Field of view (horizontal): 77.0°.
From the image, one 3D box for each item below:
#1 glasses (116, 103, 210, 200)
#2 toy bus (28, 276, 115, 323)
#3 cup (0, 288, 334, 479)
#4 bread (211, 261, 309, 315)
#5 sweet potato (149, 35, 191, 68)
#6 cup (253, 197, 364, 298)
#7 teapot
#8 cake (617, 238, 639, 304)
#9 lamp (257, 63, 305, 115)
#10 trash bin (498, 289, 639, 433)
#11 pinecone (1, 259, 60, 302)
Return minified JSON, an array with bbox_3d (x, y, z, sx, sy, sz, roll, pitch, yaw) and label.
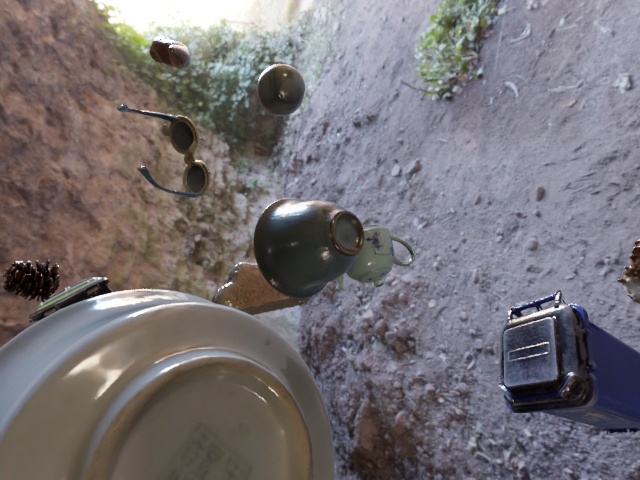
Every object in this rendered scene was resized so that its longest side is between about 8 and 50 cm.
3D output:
[{"bbox_3d":[-0.303,-0.187,0.823,0.220,0.088,0.190,9,-115,-88],"label":"glasses"},{"bbox_3d":[-0.441,0.230,0.828,0.179,0.143,0.305,7,124,54],"label":"toy bus"},{"bbox_3d":[-0.118,0.191,0.336,0.163,0.347,0.347,-29,55,46],"label":"cup"},{"bbox_3d":[-0.194,0.152,1.321,0.183,0.337,0.102,64,144,28],"label":"bread"},{"bbox_3d":[-0.354,-0.446,0.954,0.281,0.059,0.067,37,163,47],"label":"sweet potato"},{"bbox_3d":[0.000,0.000,0.732,0.150,0.199,0.199,-17,66,48],"label":"cup"},{"bbox_3d":[0.129,0.051,1.032,0.159,0.232,0.159,163,90,-78],"label":"teapot"},{"bbox_3d":[0.445,0.028,0.457,0.134,0.135,0.147,49,123,51],"label":"cake"},{"bbox_3d":[-0.083,-0.321,0.861,0.105,0.105,0.105,-173,90,-71],"label":"lamp"},{"bbox_3d":[0.430,0.212,0.665,0.162,0.234,0.184,-46,24,55],"label":"trash bin"},{"bbox_3d":[-0.502,0.068,0.702,0.077,0.083,0.077,-12,70,35],"label":"pinecone"}]
